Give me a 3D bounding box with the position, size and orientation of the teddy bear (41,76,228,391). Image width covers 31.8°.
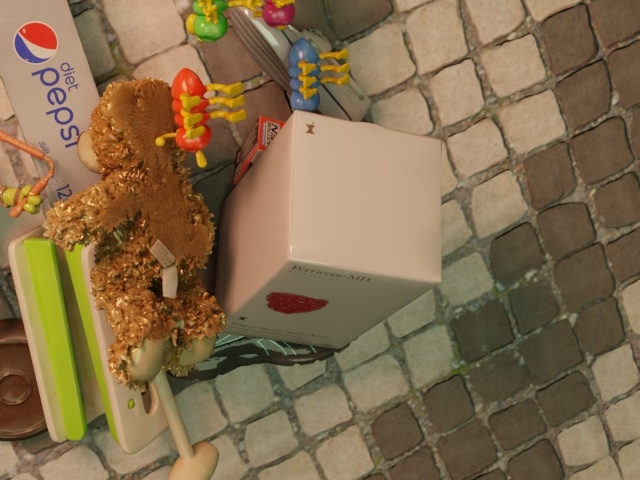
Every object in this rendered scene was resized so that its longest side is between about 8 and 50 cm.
[{"bbox_3d":[-0.198,-0.003,1.228,0.245,0.113,0.338,-36,113,-48],"label":"teddy bear"}]

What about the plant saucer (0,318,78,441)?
[{"bbox_3d":[-0.386,0.181,1.411,0.168,0.029,0.168,-4,108,-14],"label":"plant saucer"}]

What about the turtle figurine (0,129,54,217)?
[{"bbox_3d":[-0.430,-0.039,1.291,0.270,0.087,0.217,10,106,7],"label":"turtle figurine"}]

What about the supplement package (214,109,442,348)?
[{"bbox_3d":[0.000,0.000,1.299,0.178,0.293,0.175,10,68,-18],"label":"supplement package"}]

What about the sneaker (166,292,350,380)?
[{"bbox_3d":[-0.073,0.106,1.439,0.267,0.101,0.106,-9,107,-13],"label":"sneaker"}]

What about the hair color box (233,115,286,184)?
[{"bbox_3d":[-0.014,-0.092,1.393,0.167,0.093,0.053,13,60,-18],"label":"hair color box"}]

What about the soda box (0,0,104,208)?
[{"bbox_3d":[-0.307,-0.186,1.261,0.098,0.091,0.286,-21,121,-11],"label":"soda box"}]

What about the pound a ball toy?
[{"bbox_3d":[-0.228,0.133,1.358,0.208,0.136,0.319,3,112,29],"label":"pound a ball toy"}]

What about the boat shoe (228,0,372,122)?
[{"bbox_3d":[-0.022,-0.222,1.372,0.076,0.083,0.226,-48,123,-14],"label":"boat shoe"}]

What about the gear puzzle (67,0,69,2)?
[{"bbox_3d":[-0.384,-0.282,1.263,0.175,0.044,0.339,29,101,-32],"label":"gear puzzle"}]

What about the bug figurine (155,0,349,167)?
[{"bbox_3d":[-0.076,-0.206,1.220,0.279,0.072,0.216,-25,122,-48],"label":"bug figurine"}]
